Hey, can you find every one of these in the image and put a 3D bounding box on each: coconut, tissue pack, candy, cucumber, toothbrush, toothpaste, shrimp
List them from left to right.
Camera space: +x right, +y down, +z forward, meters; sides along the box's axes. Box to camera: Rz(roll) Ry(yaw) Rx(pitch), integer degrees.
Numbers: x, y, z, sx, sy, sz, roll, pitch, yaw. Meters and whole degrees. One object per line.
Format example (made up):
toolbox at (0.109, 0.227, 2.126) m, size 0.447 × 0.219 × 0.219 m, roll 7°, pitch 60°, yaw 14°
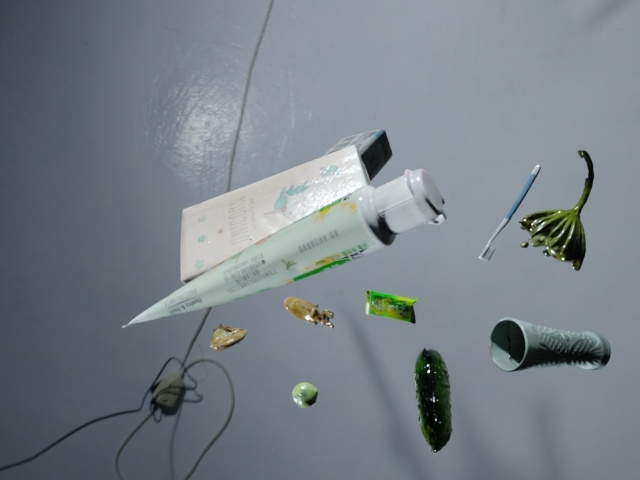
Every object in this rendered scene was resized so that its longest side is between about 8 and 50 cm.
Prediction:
shrimp at (-0.285, 0.294, 1.704) m, size 0.115 × 0.217 × 0.051 m, roll -14°, pitch 96°, yaw -16°
toothpaste at (-0.044, 0.019, 0.482) m, size 0.314 × 0.056 × 0.058 m, roll -25°, pitch 131°, yaw 29°
tissue pack at (-0.069, -0.034, 0.913) m, size 0.326 × 0.170 × 0.071 m, roll -20°, pitch 140°, yaw 7°
coconut at (-0.050, 0.537, 1.920) m, size 0.096 × 0.088 × 0.088 m, roll 37°, pitch 103°, yaw -19°
shrimp at (-0.018, 0.179, 1.379) m, size 0.132 × 0.187 × 0.051 m, roll 24°, pitch 87°, yaw -28°
tissue pack at (0.084, -0.181, 1.505) m, size 0.159 × 0.229 × 0.145 m, roll -6°, pitch 121°, yaw 39°
candy at (0.240, 0.227, 1.888) m, size 0.178 × 0.032 × 0.102 m, roll 10°, pitch 116°, yaw 18°
cucumber at (0.209, 0.293, 1.033) m, size 0.069 × 0.227 × 0.069 m, roll 3°, pitch 128°, yaw 4°
toothbrush at (0.464, -0.067, 1.339) m, size 0.025 × 0.019 × 0.275 m, roll 32°, pitch 84°, yaw 15°

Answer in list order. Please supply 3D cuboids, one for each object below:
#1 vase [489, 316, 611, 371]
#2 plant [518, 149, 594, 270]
vase at (0.430, 0.198, 1.025) m, size 0.219 × 0.096 × 0.096 m, roll 8°, pitch 104°, yaw -22°
plant at (0.799, -0.071, 1.734) m, size 0.251 × 0.180 × 0.333 m, roll 33°, pitch 112°, yaw -19°
